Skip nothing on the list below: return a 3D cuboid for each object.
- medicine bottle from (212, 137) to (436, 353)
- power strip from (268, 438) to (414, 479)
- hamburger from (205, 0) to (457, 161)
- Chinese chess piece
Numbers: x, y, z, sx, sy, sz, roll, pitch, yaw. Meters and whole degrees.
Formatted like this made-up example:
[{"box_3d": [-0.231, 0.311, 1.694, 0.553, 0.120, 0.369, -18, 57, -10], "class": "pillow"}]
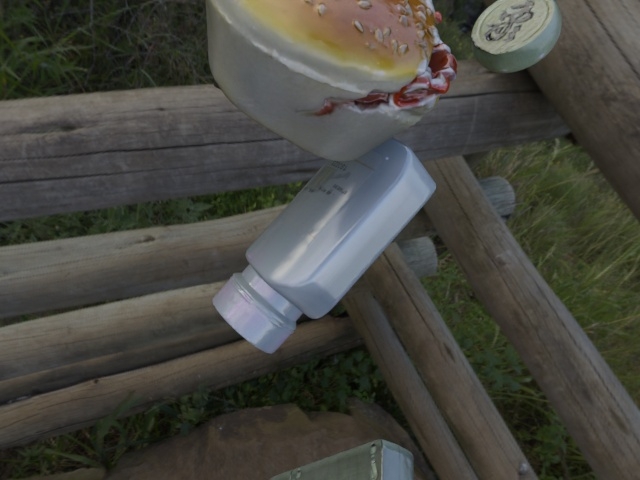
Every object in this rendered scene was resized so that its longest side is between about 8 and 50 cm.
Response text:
[{"box_3d": [0.000, 0.000, 0.586, 0.296, 0.161, 0.111, -48, 122, -5], "class": "medicine bottle"}, {"box_3d": [-0.006, 0.321, 0.548, 0.053, 0.288, 0.093, 30, 42, -22], "class": "power strip"}, {"box_3d": [0.004, -0.211, 0.434, 0.227, 0.151, 0.295, 15, 47, -26], "class": "hamburger"}, {"box_3d": [0.333, -0.358, 0.783, 0.144, 0.058, 0.144, -17, 58, 29], "class": "Chinese chess piece"}]
